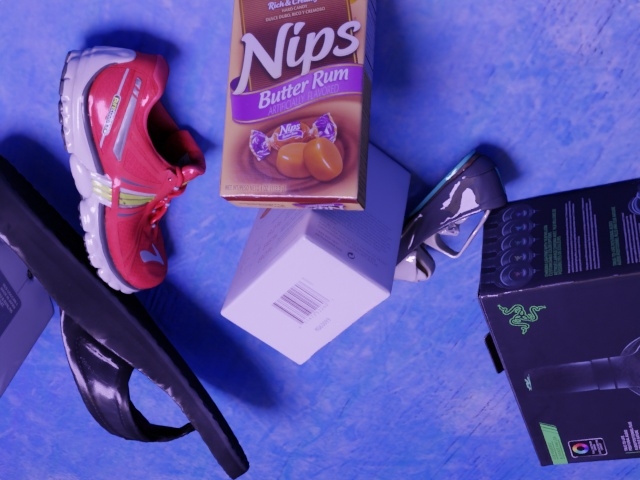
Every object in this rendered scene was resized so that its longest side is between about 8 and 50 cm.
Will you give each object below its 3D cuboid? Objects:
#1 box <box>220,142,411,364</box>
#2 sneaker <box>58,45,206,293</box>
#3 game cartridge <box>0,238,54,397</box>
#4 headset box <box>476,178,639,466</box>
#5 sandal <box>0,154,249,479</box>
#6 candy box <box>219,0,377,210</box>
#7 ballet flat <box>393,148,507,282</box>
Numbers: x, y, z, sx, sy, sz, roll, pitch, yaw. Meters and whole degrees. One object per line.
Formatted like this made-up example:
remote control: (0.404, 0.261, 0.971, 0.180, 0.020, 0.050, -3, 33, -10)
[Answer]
box: (0.000, 0.000, 0.798, 0.091, 0.170, 0.130, 35, 130, -16)
sneaker: (-0.166, -0.053, 0.841, 0.119, 0.107, 0.279, -2, 134, 0)
game cartridge: (-0.380, 0.018, 0.883, 0.062, 0.198, 0.297, -7, 128, 18)
headset box: (0.297, 0.076, 0.823, 0.283, 0.131, 0.246, -10, 127, 21)
sandal: (-0.237, 0.104, 0.944, 0.107, 0.167, 0.445, -39, 112, -5)
candy box: (-0.016, -0.120, 0.698, 0.109, 0.186, 0.053, 1, 171, 12)
ballet flat: (0.096, -0.002, 0.837, 0.074, 0.074, 0.203, 36, 126, -18)
